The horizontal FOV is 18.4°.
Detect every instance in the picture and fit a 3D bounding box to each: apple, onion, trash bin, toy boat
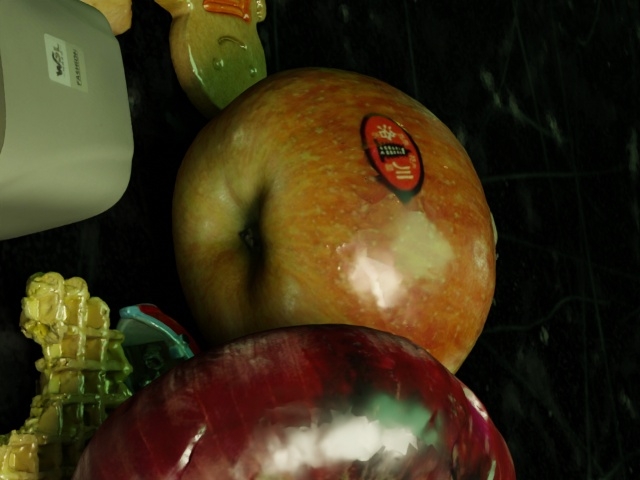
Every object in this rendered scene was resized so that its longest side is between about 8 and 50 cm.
[{"bbox_3d":[0.000,0.000,1.681,0.250,0.277,0.309,30,21,-35],"label":"apple"},{"bbox_3d":[-0.032,0.193,1.500,0.347,0.347,0.285,48,8,-35],"label":"onion"},{"bbox_3d":[-0.271,-0.096,1.366,0.250,0.219,0.220,11,69,-62],"label":"trash bin"},{"bbox_3d":[-0.125,0.125,1.614,0.059,0.069,0.173,-52,127,-59],"label":"toy boat"}]

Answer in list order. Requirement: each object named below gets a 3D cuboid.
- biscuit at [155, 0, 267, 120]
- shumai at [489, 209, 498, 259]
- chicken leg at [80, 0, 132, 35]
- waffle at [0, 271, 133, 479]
[{"bbox_3d":[-0.097,-0.208,1.834,0.166,0.036,0.226,11,68,-57],"label":"biscuit"},{"bbox_3d":[0.099,-0.016,1.997,0.145,0.145,0.116,44,6,-39],"label":"shumai"},{"bbox_3d":[-0.236,-0.269,1.551,0.409,0.182,0.295,-49,134,-45],"label":"chicken leg"},{"bbox_3d":[-0.203,0.126,1.511,0.149,0.051,0.194,50,45,-33],"label":"waffle"}]
